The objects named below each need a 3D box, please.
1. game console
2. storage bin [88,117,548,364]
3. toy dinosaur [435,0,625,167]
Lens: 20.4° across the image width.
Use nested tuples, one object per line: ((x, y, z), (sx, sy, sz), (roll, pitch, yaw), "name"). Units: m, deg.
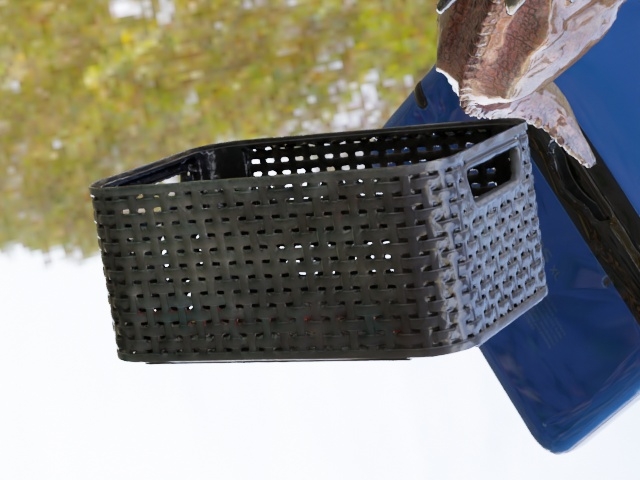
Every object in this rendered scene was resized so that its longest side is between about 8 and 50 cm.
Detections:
((0.216, -0.033, 1.316), (0.293, 0.173, 0.250), (60, -43, 19), "game console")
((0.000, 0.000, 0.806), (0.180, 0.122, 0.084), (-4, -79, 28), "storage bin")
((0.102, -0.134, 0.860), (0.127, 0.200, 0.295), (17, -47, 12), "toy dinosaur")
